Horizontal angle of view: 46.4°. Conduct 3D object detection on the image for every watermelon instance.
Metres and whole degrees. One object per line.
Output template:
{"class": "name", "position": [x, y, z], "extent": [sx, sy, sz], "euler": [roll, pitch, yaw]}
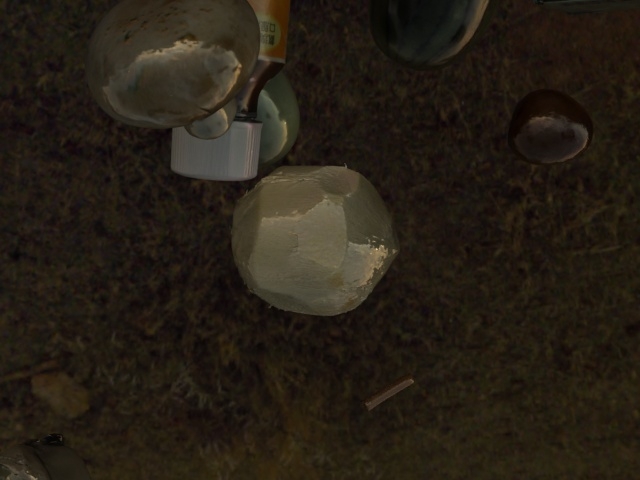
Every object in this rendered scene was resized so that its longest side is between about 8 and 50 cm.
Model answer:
{"class": "watermelon", "position": [0.253, -0.548, 1.621], "extent": [0.279, 0.279, 0.359], "euler": [15, 111, -13]}

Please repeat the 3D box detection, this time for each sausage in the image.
{"class": "sausage", "position": [0.132, 0.292, 1.446], "extent": [0.116, 0.026, 0.026], "euler": [-27, 145, -19]}

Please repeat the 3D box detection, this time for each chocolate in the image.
{"class": "chocolate", "position": [0.482, -0.233, 1.556], "extent": [0.177, 0.176, 0.176], "euler": [2, 141, 2]}

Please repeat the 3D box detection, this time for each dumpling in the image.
{"class": "dumpling", "position": [-0.352, 0.364, 0.973], "extent": [0.205, 0.163, 0.293], "euler": [27, 132, 6]}

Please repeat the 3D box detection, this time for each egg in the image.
{"class": "egg", "position": [-0.199, -0.320, 1.667], "extent": [0.352, 0.258, 0.258], "euler": [44, 129, -14]}

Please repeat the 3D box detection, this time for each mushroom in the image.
{"class": "mushroom", "position": [-0.185, -0.230, 1.028], "extent": [0.244, 0.243, 0.243], "euler": [2, 141, 2]}

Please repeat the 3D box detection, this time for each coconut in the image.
{"class": "coconut", "position": [-0.001, -0.002, 0.776], "extent": [0.162, 0.161, 0.161], "euler": [-2, 141, 18]}

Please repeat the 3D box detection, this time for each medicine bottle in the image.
{"class": "medicine bottle", "position": [-0.178, -0.312, 1.391], "extent": [0.243, 0.242, 0.394], "euler": [2, 104, 2]}

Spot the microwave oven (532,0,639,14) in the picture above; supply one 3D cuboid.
{"class": "microwave oven", "position": [0.616, -0.683, 1.594], "extent": [0.286, 0.354, 0.219], "euler": [10, -168, 41]}
